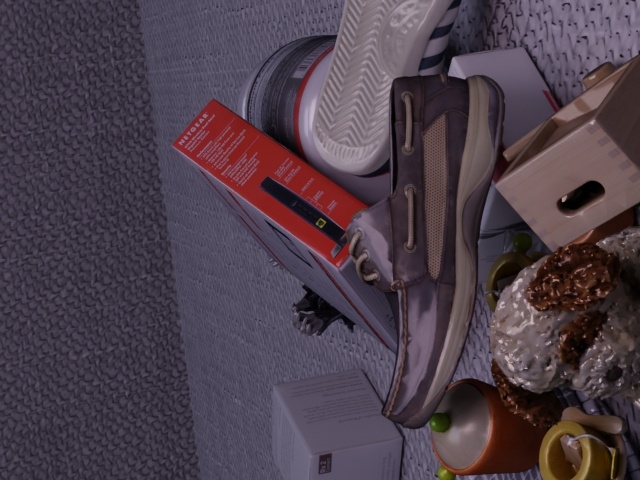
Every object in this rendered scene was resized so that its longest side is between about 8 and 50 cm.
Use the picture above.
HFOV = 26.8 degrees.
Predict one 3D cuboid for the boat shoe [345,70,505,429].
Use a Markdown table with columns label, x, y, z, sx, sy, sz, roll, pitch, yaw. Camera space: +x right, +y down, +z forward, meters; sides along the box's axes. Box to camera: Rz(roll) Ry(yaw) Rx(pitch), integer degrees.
| label | x | y | z | sx | sy | sz | roll | pitch | yaw |
| --- | --- | --- | --- | --- | --- | --- | --- | --- | --- |
| boat shoe | 0.088 | 0.004 | 1.308 | 0.132 | 0.130 | 0.355 | 98 | -177 | -74 |

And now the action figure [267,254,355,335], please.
| label | x | y | z | sx | sy | sz | roll | pitch | yaw |
| --- | --- | --- | --- | --- | --- | --- | --- | --- | --- |
| action figure | -0.004 | 0.054 | 2.065 | 0.164 | 0.141 | 0.275 | 59 | 153 | 23 |

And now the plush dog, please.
| label | x | y | z | sx | sy | sz | roll | pitch | yaw |
| --- | --- | --- | --- | --- | --- | --- | --- | --- | --- |
| plush dog | 0.251 | 0.059 | 1.149 | 0.262 | 0.225 | 0.210 | 100 | 154 | -45 |

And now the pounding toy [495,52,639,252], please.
| label | x | y | z | sx | sy | sz | roll | pitch | yaw |
| --- | --- | --- | --- | --- | --- | --- | --- | --- | --- |
| pounding toy | 0.251 | -0.083 | 1.222 | 0.094 | 0.206 | 0.181 | 48 | 137 | -6 |

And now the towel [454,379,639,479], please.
| label | x | y | z | sx | sy | sz | roll | pitch | yaw |
| --- | --- | --- | --- | --- | --- | --- | --- | --- | --- |
| towel | 0.246 | 0.273 | 1.442 | 0.235 | 0.121 | 0.283 | 103 | 152 | -47 |

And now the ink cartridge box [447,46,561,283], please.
| label | x | y | z | sx | sy | sz | roll | pitch | yaw |
| --- | --- | --- | --- | --- | --- | --- | --- | --- | --- |
| ink cartridge box | 0.189 | -0.079 | 1.487 | 0.218 | 0.092 | 0.158 | 99 | 155 | -49 |

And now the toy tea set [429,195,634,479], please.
| label | x | y | z | sx | sy | sz | roll | pitch | yaw |
| --- | --- | --- | --- | --- | --- | --- | --- | --- | --- |
| toy tea set | 0.198 | 0.092 | 1.308 | 0.200 | 0.124 | 0.336 | -8 | 72 | 55 |

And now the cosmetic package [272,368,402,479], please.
| label | x | y | z | sx | sy | sz | roll | pitch | yaw |
| --- | --- | --- | --- | --- | --- | --- | --- | --- | --- |
| cosmetic package | 0.022 | 0.320 | 2.090 | 0.183 | 0.151 | 0.151 | -123 | 29 | -52 |

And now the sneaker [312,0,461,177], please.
| label | x | y | z | sx | sy | sz | roll | pitch | yaw |
| --- | --- | --- | --- | --- | --- | --- | --- | --- | --- |
| sneaker | 0.097 | -0.234 | 1.510 | 0.350 | 0.131 | 0.148 | -67 | -23 | 1 |

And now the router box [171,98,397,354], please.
| label | x | y | z | sx | sy | sz | roll | pitch | yaw |
| --- | --- | --- | --- | --- | --- | --- | --- | --- | --- |
| router box | 0.000 | 0.000 | 1.688 | 0.301 | 0.082 | 0.335 | 37 | 172 | 32 |

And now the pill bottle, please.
| label | x | y | z | sx | sy | sz | roll | pitch | yaw |
| --- | --- | --- | --- | --- | --- | --- | --- | --- | --- |
| pill bottle | 0.021 | -0.165 | 1.763 | 0.363 | 0.210 | 0.210 | -158 | 60 | -70 |

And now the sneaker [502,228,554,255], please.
| label | x | y | z | sx | sy | sz | roll | pitch | yaw |
| --- | --- | --- | --- | --- | --- | --- | --- | --- | --- |
| sneaker | 0.235 | 0.045 | 1.466 | 0.152 | 0.061 | 0.053 | 72 | -158 | -50 |
